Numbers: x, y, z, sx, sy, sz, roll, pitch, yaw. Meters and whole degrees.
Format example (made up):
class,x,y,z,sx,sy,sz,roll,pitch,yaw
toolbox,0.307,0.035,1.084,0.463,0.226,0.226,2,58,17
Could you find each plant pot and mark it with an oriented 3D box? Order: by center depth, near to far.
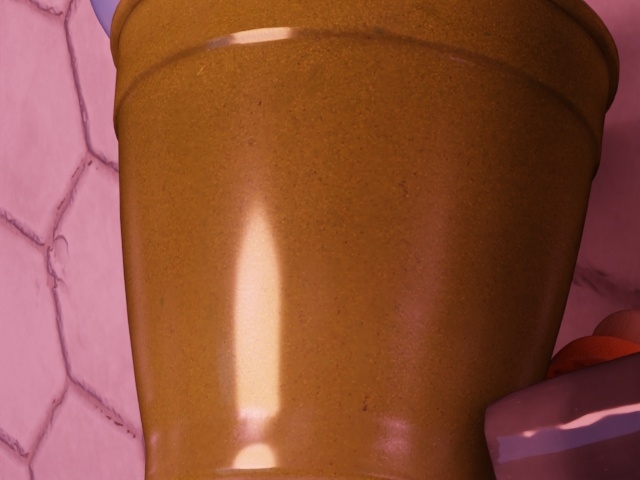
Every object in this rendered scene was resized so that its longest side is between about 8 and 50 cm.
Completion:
class,x,y,z,sx,sy,sz,roll,pitch,yaw
plant pot,0.014,0.033,1.308,0.366,0.366,0.353,-26,51,51

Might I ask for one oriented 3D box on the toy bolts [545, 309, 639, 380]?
class,x,y,z,sx,sy,sz,roll,pitch,yaw
toy bolts,0.192,0.167,1.425,0.228,0.158,0.218,-13,125,42

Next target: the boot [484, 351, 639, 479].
class,x,y,z,sx,sy,sz,roll,pitch,yaw
boot,0.277,0.048,1.059,0.445,0.146,0.367,-20,119,40

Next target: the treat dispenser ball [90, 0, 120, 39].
class,x,y,z,sx,sy,sz,roll,pitch,yaw
treat dispenser ball,-0.048,-0.240,1.501,0.288,0.288,0.288,11,104,51
